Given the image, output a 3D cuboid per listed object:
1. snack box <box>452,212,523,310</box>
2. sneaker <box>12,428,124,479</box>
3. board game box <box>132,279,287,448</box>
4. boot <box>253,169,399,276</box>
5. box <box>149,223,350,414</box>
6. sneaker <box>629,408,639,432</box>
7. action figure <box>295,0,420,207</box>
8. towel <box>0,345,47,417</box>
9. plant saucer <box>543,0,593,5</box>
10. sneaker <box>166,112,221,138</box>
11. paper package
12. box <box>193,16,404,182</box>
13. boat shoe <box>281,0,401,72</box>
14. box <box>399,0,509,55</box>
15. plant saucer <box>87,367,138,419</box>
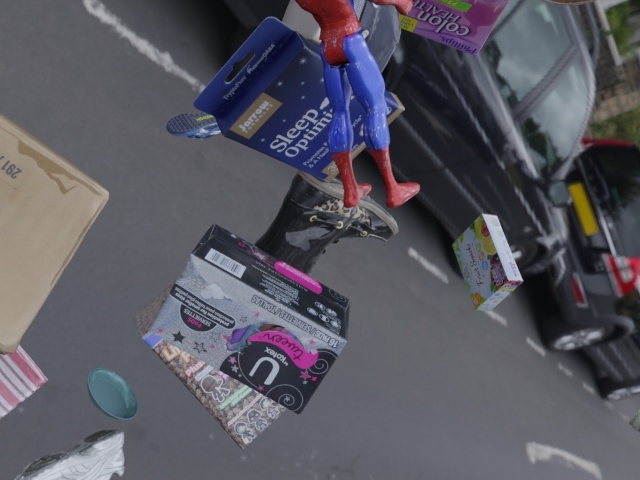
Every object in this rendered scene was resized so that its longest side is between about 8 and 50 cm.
[{"bbox_3d":[0.291,0.038,1.339,0.037,0.100,0.141,5,52,-26],"label":"snack box"},{"bbox_3d":[-0.444,0.432,1.379,0.232,0.090,0.115,-17,95,-46],"label":"sneaker"},{"bbox_3d":[-0.213,0.228,1.497,0.291,0.141,0.232,52,-12,-13],"label":"board game box"},{"bbox_3d":[0.000,0.000,1.665,0.138,0.284,0.377,41,7,31],"label":"boot"},{"bbox_3d":[-0.097,0.112,1.116,0.247,0.142,0.163,29,17,-5],"label":"box"},{"bbox_3d":[0.694,0.333,1.342,0.146,0.293,0.102,56,-34,41],"label":"sneaker"},{"bbox_3d":[0.041,-0.186,0.736,0.139,0.091,0.281,-45,126,-44],"label":"action figure"},{"bbox_3d":[-0.617,0.265,1.375,0.197,0.029,0.144,-41,86,-22],"label":"towel"},{"bbox_3d":[0.328,-0.392,0.945,0.198,0.198,0.036,48,23,-40],"label":"plant saucer"},{"bbox_3d":[-0.271,-0.247,1.677,0.144,0.059,0.053,-15,60,-32],"label":"sneaker"},{"bbox_3d":[-0.535,-0.040,1.142,0.324,0.168,0.310,36,74,-29],"label":"paper package"},{"bbox_3d":[-0.020,-0.149,0.863,0.225,0.136,0.037,20,35,-47],"label":"box"},{"bbox_3d":[0.068,-0.398,1.127,0.158,0.127,0.341,23,91,-44],"label":"boat shoe"},{"bbox_3d":[0.301,-0.559,1.676,0.213,0.243,0.117,20,60,-4],"label":"box"},{"bbox_3d":[-0.401,0.297,1.452,0.119,0.021,0.119,45,15,-15],"label":"plant saucer"}]
